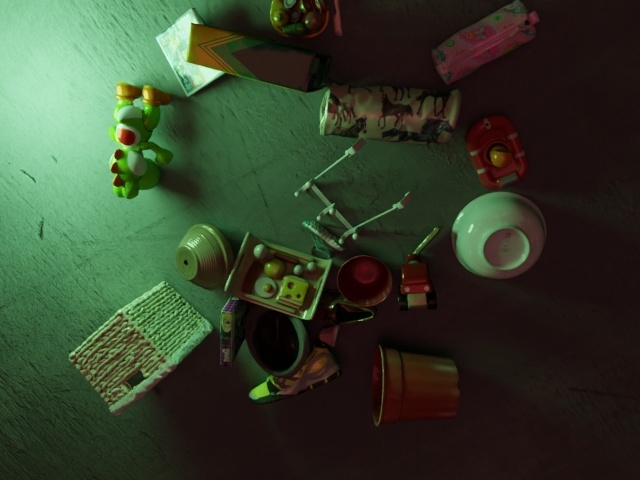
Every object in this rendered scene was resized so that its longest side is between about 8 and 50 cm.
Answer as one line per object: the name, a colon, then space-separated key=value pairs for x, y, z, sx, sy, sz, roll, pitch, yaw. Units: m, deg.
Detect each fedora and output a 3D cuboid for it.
fedora: x=-0.130 y=0.341 z=1.749 sx=0.243 sy=0.124 sz=0.275 roll=-44 pitch=67 yaw=18

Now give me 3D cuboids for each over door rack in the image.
over door rack: x=0.083 y=-0.131 z=1.532 sx=0.239 sy=0.108 sz=0.324 roll=47 pitch=138 yaw=-9

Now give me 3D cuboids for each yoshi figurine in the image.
yoshi figurine: x=-0.589 y=-0.315 z=1.624 sx=0.203 sy=0.203 sz=0.362 roll=7 pitch=98 yaw=-36

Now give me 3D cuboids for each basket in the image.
basket: x=-0.623 y=0.363 z=1.757 sx=0.328 sy=0.331 sz=0.266 roll=-39 pitch=94 yaw=18

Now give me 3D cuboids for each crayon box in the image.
crayon box: x=-0.148 y=-0.499 z=1.364 sx=0.312 sy=0.363 sz=0.106 roll=16 pitch=110 yaw=2

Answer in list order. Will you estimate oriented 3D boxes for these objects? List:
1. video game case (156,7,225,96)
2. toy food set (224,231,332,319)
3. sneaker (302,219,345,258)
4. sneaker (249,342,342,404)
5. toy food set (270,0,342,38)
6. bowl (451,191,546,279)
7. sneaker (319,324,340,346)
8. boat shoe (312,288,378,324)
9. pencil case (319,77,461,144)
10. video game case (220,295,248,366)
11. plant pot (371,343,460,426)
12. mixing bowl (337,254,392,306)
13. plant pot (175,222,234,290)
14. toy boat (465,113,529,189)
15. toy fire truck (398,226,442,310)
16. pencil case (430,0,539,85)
video game case: x=-0.396 y=-0.572 z=1.524 sx=0.183 sy=0.023 sz=0.201 roll=-17 pitch=107 yaw=36
toy food set: x=-0.137 y=0.117 z=1.658 sx=0.306 sy=0.092 sz=0.220 roll=18 pitch=73 yaw=3
sneaker: x=0.000 y=0.000 z=1.676 sx=0.166 sy=0.065 sz=0.076 roll=38 pitch=114 yaw=-4
sneaker: x=-0.104 y=0.499 z=1.842 sx=0.384 sy=0.145 sz=0.147 roll=-27 pitch=74 yaw=18
toy food set: x=-0.046 y=-0.660 z=1.449 sx=0.217 sy=0.071 sz=0.128 roll=2 pitch=109 yaw=7
bowl: x=0.569 y=0.006 z=1.555 sx=0.297 sy=0.134 sz=0.298 roll=3 pitch=110 yaw=7
sneaker: x=0.029 y=0.331 z=1.769 sx=0.070 sy=0.051 sz=0.134 roll=22 pitch=145 yaw=9
boat shoe: x=0.045 y=0.234 z=1.724 sx=0.307 sy=0.104 sz=0.111 roll=-7 pitch=108 yaw=11
pencil case: x=0.205 y=-0.379 z=1.455 sx=0.410 sy=0.184 sz=0.160 roll=5 pitch=147 yaw=3
video game case: x=-0.295 y=0.287 z=1.726 sx=0.041 sy=0.232 sz=0.210 roll=7 pitch=109 yaw=4
plant pot: x=0.324 y=0.501 z=1.706 sx=0.264 sy=0.272 sz=0.273 roll=3 pitch=109 yaw=-1
mixing bowl: x=0.151 y=0.119 z=1.673 sx=0.181 sy=0.098 sz=0.182 roll=3 pitch=109 yaw=8
plant pot: x=-0.411 y=0.065 z=1.679 sx=0.237 sy=0.109 sz=0.238 roll=12 pitch=110 yaw=37
toy boat: x=0.523 y=-0.255 z=1.461 sx=0.150 sy=0.151 sz=0.231 roll=-24 pitch=104 yaw=15
toy fire truck: x=0.320 y=0.085 z=1.587 sx=0.158 sy=0.217 sz=0.247 roll=-5 pitch=93 yaw=10
pencil case: x=0.454 y=-0.551 z=1.388 sx=0.284 sy=0.124 sz=0.124 roll=-25 pitch=104 yaw=16
